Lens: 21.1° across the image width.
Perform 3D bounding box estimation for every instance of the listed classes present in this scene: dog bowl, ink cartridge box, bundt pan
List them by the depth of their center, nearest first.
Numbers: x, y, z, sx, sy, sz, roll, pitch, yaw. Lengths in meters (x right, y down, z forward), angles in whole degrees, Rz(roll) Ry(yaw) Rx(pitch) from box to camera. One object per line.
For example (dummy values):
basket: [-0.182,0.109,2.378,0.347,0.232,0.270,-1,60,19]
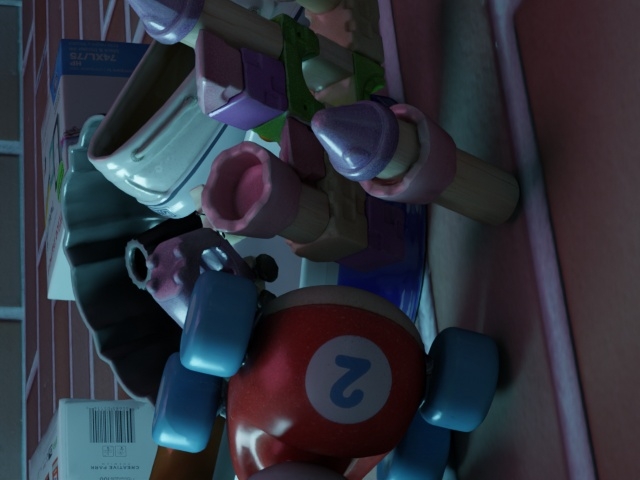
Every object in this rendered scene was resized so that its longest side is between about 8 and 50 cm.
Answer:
dog bowl: [0.000,0.000,1.490,0.265,0.104,0.265,-177,90,-73]
bundt pan: [-0.142,0.012,1.804,0.331,0.124,0.331,24,121,48]
ink cartridge box: [-0.239,-0.083,2.153,0.198,0.197,0.270,114,153,-52]
ink cartridge box: [-0.297,0.377,2.236,0.309,0.130,0.272,128,141,-63]

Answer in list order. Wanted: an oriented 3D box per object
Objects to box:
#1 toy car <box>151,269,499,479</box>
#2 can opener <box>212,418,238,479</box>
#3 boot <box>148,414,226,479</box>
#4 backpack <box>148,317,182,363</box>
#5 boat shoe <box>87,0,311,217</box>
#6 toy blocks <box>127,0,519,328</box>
toy car: [-0.007,0.174,1.201,0.210,0.219,0.238,115,165,-51]
can opener: [-0.075,0.293,1.785,0.093,0.074,0.280,29,122,34]
boot: [-0.173,0.309,1.824,0.220,0.109,0.283,-42,-25,-71]
backpack: [-0.144,0.153,1.952,0.098,0.101,0.120,51,167,38]
boat shoe: [-0.105,-0.211,1.580,0.367,0.156,0.136,-58,36,2]
toy blocks: [-0.058,-0.119,1.241,0.309,0.260,0.288,-24,60,37]
